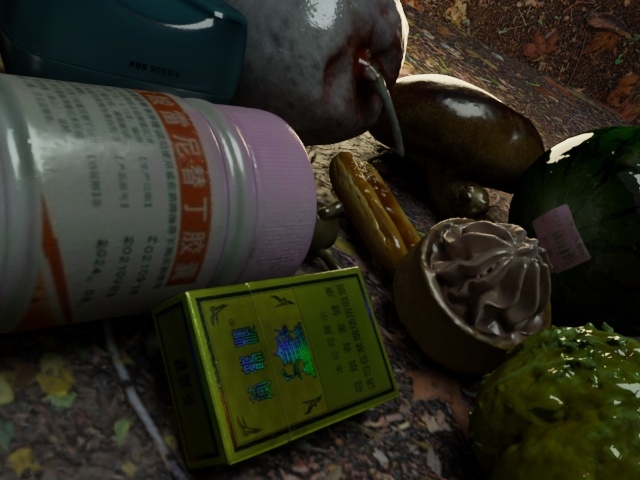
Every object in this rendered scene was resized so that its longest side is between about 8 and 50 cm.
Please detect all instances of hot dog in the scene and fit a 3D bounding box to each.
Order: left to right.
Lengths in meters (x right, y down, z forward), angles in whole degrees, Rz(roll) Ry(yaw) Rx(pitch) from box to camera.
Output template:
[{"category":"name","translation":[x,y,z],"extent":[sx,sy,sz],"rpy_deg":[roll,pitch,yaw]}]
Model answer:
[{"category":"hot dog","translation":[0.077,-0.038,0.936],"extent":[0.100,0.068,0.250],"rpy_deg":[21,32,-42]}]

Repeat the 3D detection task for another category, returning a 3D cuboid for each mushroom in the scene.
[{"category":"mushroom","translation":[0.259,-0.193,1.190],"extent":[0.345,0.239,0.345],"rpy_deg":[47,10,-11]}]

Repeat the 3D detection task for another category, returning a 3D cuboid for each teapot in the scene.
[{"category":"teapot","translation":[0.000,0.000,0.808],"extent":[0.080,0.085,0.110],"rpy_deg":[-19,77,-51]}]

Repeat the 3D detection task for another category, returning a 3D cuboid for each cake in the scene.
[{"category":"cake","translation":[0.209,0.054,0.770],"extent":[0.207,0.178,0.185],"rpy_deg":[26,48,-26]}]

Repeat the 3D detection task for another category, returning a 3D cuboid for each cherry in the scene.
[{"category":"cherry","translation":[-0.036,-0.291,0.997],"extent":[0.334,0.291,0.326],"rpy_deg":[-2,45,17]}]

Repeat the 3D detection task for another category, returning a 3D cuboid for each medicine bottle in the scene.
[{"category":"medicine bottle","translation":[-0.178,-0.034,0.567],"extent":[0.315,0.202,0.202],"rpy_deg":[-6,47,-45]}]

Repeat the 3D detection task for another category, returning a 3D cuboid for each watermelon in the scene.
[{"category":"watermelon","translation":[0.477,-0.016,1.011],"extent":[0.363,0.363,0.363],"rpy_deg":[23,32,-15]}]

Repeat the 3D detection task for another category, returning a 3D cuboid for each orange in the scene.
[{"category":"orange","translation":[0.307,0.220,0.625],"extent":[0.301,0.223,0.300],"rpy_deg":[17,39,-24]}]

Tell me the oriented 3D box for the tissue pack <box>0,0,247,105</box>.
[{"category":"tissue pack","translation":[-0.254,-0.240,0.809],"extent":[0.287,0.206,0.198],"rpy_deg":[3,32,-42]}]

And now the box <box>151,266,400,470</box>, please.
[{"category":"box","translation":[-0.033,0.107,0.582],"extent":[0.220,0.064,0.141],"rpy_deg":[-5,75,-48]}]

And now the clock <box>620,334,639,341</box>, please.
[{"category":"clock","translation":[0.488,0.190,0.918],"extent":[0.176,0.117,0.080],"rpy_deg":[25,27,2]}]
